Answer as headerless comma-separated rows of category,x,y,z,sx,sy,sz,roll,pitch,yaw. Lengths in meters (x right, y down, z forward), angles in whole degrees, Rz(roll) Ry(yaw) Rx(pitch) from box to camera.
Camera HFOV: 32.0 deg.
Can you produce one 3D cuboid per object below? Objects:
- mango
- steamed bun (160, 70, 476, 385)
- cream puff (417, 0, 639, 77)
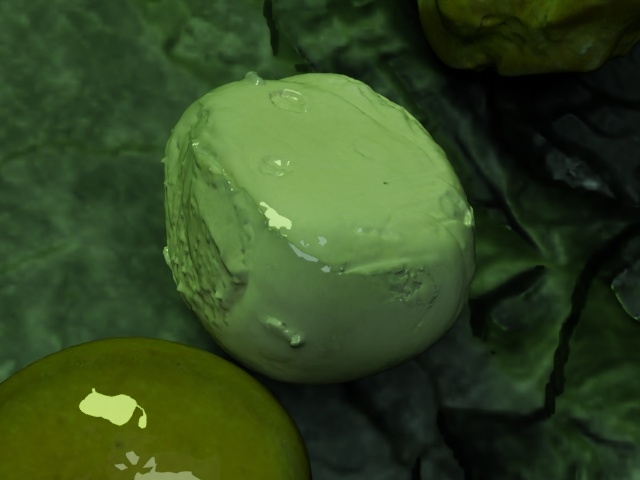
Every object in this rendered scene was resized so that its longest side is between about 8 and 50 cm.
mango,-0.093,0.115,0.388,0.195,0.098,0.137,-24,80,-4
steamed bun,0.000,0.000,0.428,0.112,0.091,0.130,-10,45,-28
cream puff,0.084,-0.146,0.466,0.156,0.121,0.156,1,77,-3
